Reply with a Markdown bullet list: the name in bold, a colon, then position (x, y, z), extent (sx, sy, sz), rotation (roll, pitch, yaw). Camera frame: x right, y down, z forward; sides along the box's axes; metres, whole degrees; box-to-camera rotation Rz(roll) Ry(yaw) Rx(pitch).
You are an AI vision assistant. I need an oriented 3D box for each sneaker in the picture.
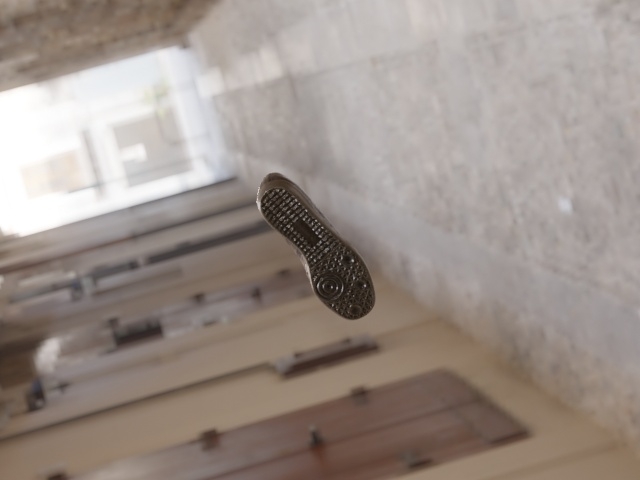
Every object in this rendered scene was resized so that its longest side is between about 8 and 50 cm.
- **sneaker**: position (0.000, 0.000, 1.755), extent (0.188, 0.066, 0.071), rotation (55, -167, -19)
